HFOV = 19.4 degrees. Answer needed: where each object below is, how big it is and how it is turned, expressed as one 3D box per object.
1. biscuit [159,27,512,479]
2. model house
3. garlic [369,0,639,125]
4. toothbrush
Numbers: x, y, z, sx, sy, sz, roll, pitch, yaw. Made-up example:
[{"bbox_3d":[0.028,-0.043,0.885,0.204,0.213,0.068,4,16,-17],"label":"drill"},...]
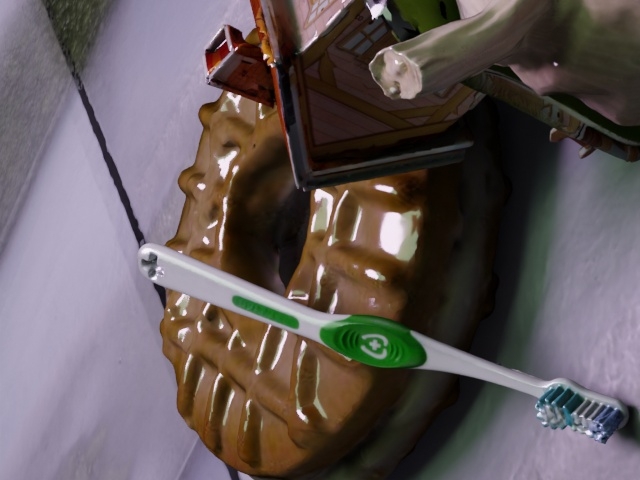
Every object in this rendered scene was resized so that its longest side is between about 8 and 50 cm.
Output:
[{"bbox_3d":[0.000,0.000,1.186,0.332,0.103,0.332,-28,57,54],"label":"biscuit"},{"bbox_3d":[0.041,-0.133,1.033,0.154,0.207,0.294,-43,42,31],"label":"model house"},{"bbox_3d":[0.110,-0.121,0.815,0.212,0.218,0.218,-47,19,-24],"label":"garlic"},{"bbox_3d":[0.025,0.052,1.029,0.304,0.030,0.030,19,97,26],"label":"toothbrush"}]
